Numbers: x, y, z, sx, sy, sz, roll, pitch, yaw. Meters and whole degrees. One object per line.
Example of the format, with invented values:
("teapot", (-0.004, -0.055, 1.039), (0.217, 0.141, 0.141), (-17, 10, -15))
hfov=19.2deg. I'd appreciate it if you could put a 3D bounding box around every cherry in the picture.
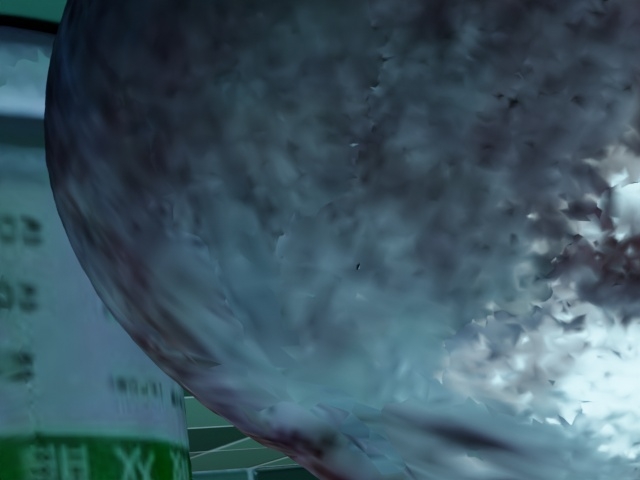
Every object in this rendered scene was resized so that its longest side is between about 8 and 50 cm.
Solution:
("cherry", (0.058, -0.037, 0.491), (0.300, 0.230, 0.203), (-35, -166, 47))

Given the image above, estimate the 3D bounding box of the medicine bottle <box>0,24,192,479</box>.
("medicine bottle", (-0.155, 0.097, 0.743), (0.212, 0.325, 0.212), (-5, 167, -1))
